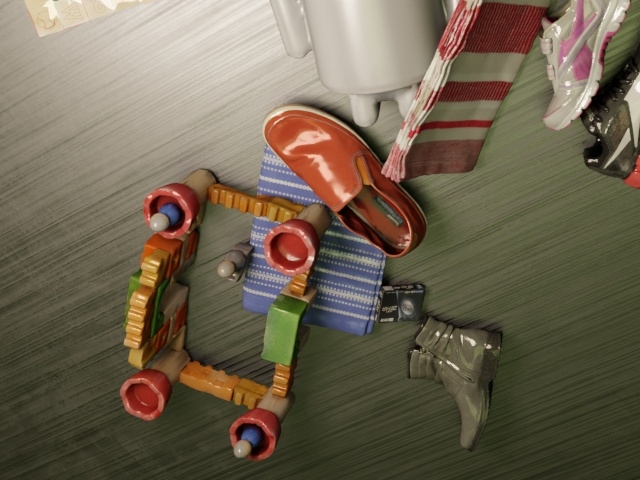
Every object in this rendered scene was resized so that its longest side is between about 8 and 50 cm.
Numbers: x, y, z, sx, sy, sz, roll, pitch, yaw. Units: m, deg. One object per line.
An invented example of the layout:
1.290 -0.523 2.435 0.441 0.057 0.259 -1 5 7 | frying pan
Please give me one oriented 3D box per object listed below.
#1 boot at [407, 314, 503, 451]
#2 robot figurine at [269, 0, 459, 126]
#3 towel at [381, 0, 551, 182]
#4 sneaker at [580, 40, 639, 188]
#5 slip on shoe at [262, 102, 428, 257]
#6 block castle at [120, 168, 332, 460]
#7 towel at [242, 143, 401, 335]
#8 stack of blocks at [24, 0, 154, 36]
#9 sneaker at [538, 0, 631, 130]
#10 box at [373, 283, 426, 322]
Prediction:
0.232 0.253 1.896 0.161 0.083 0.247 10 111 10 | boot
0.075 -0.350 1.541 0.299 0.200 0.354 -8 115 7 | robot figurine
0.231 -0.238 1.575 0.037 0.237 0.329 39 120 28 | towel
0.475 -0.214 1.611 0.135 0.098 0.276 9 118 1 | sneaker
0.040 -0.096 1.697 0.331 0.101 0.123 43 115 -8 | slip on shoe
-0.171 0.128 1.773 0.303 0.213 0.453 18 117 11 | block castle
0.000 0.000 1.822 0.243 0.040 0.336 12 115 4 | towel
-0.281 -0.408 1.577 0.297 0.171 0.087 -14 113 13 | stack of blocks
0.379 -0.292 1.593 0.111 0.103 0.252 18 111 3 | sneaker
0.139 0.110 1.841 0.083 0.018 0.067 -2 119 -22 | box
